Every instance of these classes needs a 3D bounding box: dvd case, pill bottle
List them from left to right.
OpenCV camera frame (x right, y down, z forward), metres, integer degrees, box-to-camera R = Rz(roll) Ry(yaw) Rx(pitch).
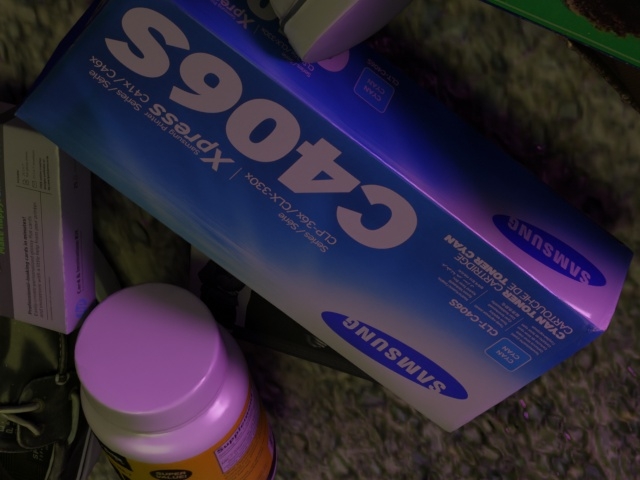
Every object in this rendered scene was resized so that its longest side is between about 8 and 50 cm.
[{"bbox_3d":[-0.103,0.120,1.368,0.119,0.119,0.208,12,153,15],"label":"pill bottle"},{"bbox_3d":[0.000,0.000,1.289,0.179,0.029,0.239,18,139,9],"label":"dvd case"}]

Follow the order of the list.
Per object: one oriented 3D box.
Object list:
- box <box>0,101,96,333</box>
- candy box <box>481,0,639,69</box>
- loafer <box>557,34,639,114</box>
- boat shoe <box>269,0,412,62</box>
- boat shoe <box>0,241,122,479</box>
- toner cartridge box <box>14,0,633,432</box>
[{"bbox_3d":[-0.241,-0.027,1.317,0.186,0.038,0.145,15,118,27],"label":"box"},{"bbox_3d":[0.086,-0.226,0.810,0.317,0.268,0.122,22,137,3],"label":"candy box"},{"bbox_3d":[0.234,-0.073,0.981,0.366,0.130,0.134,34,139,-23],"label":"loafer"},{"bbox_3d":[0.047,-0.193,1.006,0.258,0.095,0.084,-40,77,38],"label":"boat shoe"},{"bbox_3d":[-0.219,0.115,1.453,0.121,0.119,0.335,16,137,12],"label":"boat shoe"},{"bbox_3d":[0.002,-0.035,1.168,0.348,0.075,0.165,36,139,-12],"label":"toner cartridge box"}]
